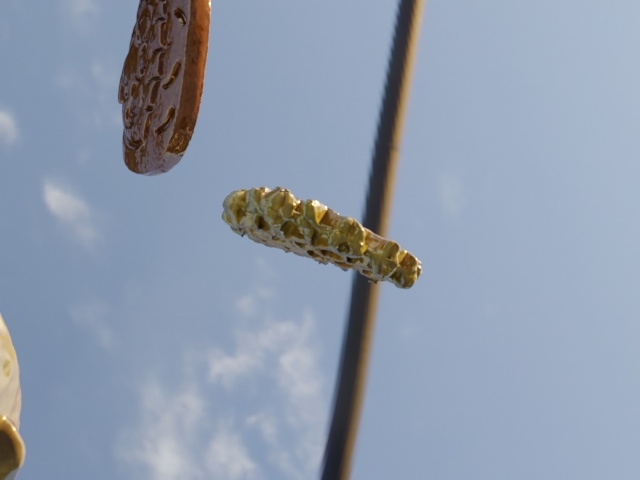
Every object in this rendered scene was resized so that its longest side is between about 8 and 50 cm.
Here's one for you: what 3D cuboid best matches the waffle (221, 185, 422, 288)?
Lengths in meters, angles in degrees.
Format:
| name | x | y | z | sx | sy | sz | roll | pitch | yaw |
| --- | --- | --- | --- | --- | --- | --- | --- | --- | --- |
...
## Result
| name | x | y | z | sx | sy | sz | roll | pitch | yaw |
| --- | --- | --- | --- | --- | --- | --- | --- | --- | --- |
| waffle | 0.000 | 0.000 | 1.222 | 0.192 | 0.160 | 0.046 | 24 | -101 | -5 |

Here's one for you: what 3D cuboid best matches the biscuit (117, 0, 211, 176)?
| name | x | y | z | sx | sy | sz | roll | pitch | yaw |
| --- | --- | --- | --- | --- | --- | --- | --- | --- | --- |
| biscuit | -0.069 | -0.072 | 0.560 | 0.015 | 0.078 | 0.091 | 9 | -101 | -29 |

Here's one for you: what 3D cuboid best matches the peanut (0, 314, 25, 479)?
| name | x | y | z | sx | sy | sz | roll | pitch | yaw |
| --- | --- | --- | --- | --- | --- | --- | --- | --- | --- |
| peanut | -0.285 | 0.035 | 0.812 | 0.298 | 0.136 | 0.120 | 54 | -140 | -4 |
